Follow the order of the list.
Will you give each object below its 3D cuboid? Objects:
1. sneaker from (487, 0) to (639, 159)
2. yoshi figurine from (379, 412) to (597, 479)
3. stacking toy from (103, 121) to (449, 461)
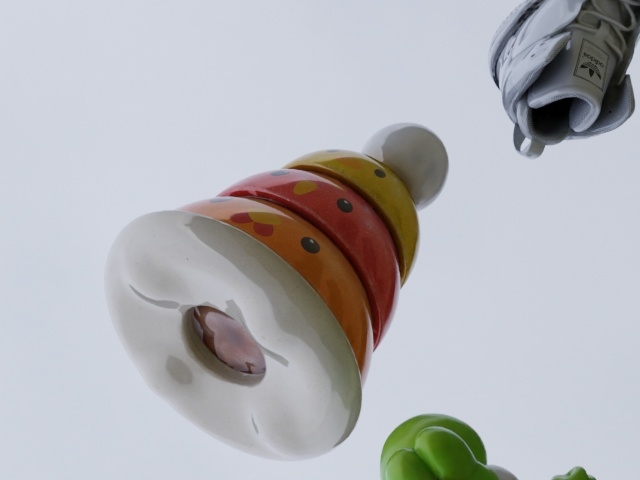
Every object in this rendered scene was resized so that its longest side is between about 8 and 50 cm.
[{"bbox_3d":[0.315,-0.242,1.642,0.137,0.366,0.210,31,-147,-17],"label":"sneaker"},{"bbox_3d":[0.179,0.304,1.595,0.362,0.203,0.203,53,-126,-26],"label":"yoshi figurine"},{"bbox_3d":[0.000,0.000,1.891,0.350,0.351,0.480,55,-130,-15],"label":"stacking toy"}]
